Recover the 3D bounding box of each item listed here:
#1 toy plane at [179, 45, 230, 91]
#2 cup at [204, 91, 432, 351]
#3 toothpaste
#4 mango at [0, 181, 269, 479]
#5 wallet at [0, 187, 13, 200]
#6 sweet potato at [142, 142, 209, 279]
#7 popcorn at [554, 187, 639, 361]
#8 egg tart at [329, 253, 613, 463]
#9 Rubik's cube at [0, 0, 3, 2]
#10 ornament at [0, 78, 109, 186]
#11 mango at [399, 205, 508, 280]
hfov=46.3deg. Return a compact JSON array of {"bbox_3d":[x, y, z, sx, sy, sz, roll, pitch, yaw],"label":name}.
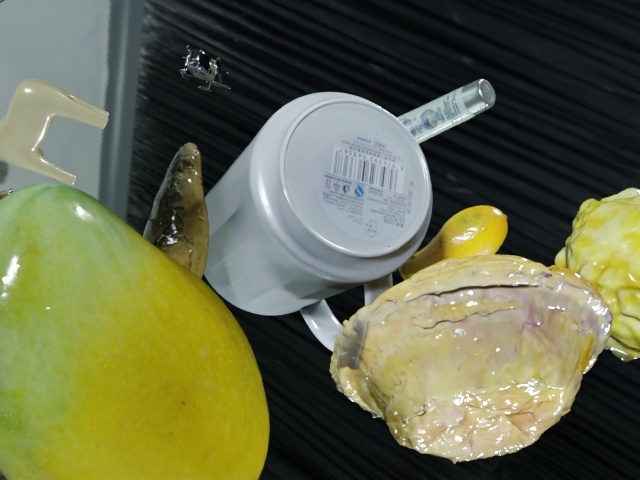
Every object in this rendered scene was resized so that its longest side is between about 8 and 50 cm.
[{"bbox_3d":[-0.131,-0.195,0.865,0.121,0.049,0.031,145,-41,-87],"label":"toy plane"},{"bbox_3d":[0.000,0.000,0.999,0.237,0.323,0.327,-28,179,-27],"label":"cup"},{"bbox_3d":[0.125,-0.150,1.003,0.239,0.062,0.039,-22,-176,42],"label":"toothpaste"},{"bbox_3d":[-0.094,0.061,0.349,0.130,0.092,0.194,-42,127,-36],"label":"mango"},{"bbox_3d":[-0.475,-0.015,1.035,0.026,0.176,0.095,-87,159,-46],"label":"wallet"},{"bbox_3d":[-0.211,0.033,0.964,0.310,0.124,0.098,-57,166,13],"label":"sweet potato"},{"bbox_3d":[0.470,0.045,1.050,0.252,0.286,0.215,-9,129,-31],"label":"popcorn"},{"bbox_3d":[0.176,0.159,0.880,0.352,0.352,0.150,89,-3,-53],"label":"egg tart"},{"bbox_3d":[-0.348,-0.214,0.473,0.184,0.187,0.182,-28,-177,4],"label":"Rubik's cube"},{"bbox_3d":[-0.555,-0.195,1.397,0.230,0.245,0.061,-56,-155,20],"label":"ornament"},{"bbox_3d":[0.217,0.015,1.187,0.190,0.098,0.075,-37,-161,3],"label":"mango"}]
